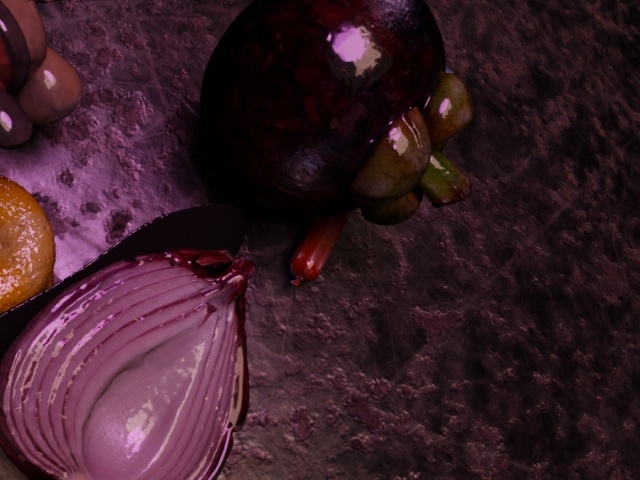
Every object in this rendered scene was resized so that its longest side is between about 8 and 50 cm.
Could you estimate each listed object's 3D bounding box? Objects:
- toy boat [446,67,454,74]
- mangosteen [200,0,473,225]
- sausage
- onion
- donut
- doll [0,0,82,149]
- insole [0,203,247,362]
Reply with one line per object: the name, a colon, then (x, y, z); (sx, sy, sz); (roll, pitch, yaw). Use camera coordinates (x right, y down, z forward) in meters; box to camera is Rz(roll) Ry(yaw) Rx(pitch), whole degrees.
toy boat: (0.059, -0.292, 1.047); (0.276, 0.084, 0.111); (40, 58, -9)
mangosteen: (0.017, -0.148, 0.831); (0.300, 0.300, 0.300); (12, 65, -28)
sausage: (0.000, 0.000, 0.911); (0.145, 0.050, 0.048); (-62, 148, -33)
onion: (-0.168, 0.118, 0.704); (0.283, 0.120, 0.227); (-50, 117, -29)
donut: (-0.336, 0.006, 0.682); (0.190, 0.074, 0.174); (18, 63, -25)
doll: (-0.359, -0.141, 0.622); (0.235, 0.174, 0.330); (27, 42, 16)
insole: (-0.208, 0.053, 0.738); (0.009, 0.119, 0.348); (30, 48, 35)
